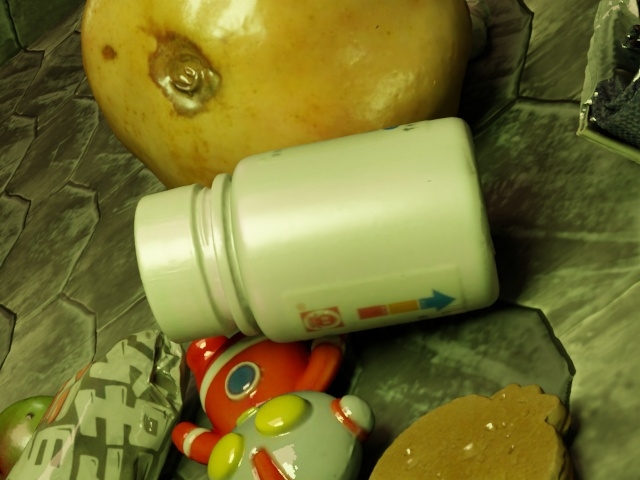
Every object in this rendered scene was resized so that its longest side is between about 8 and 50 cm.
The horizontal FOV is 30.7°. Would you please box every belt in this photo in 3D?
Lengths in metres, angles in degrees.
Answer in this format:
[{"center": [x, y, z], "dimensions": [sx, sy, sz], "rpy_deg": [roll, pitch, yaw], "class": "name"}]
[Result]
[{"center": [0.304, -0.155, 0.970], "dimensions": [0.139, 0.126, 0.230], "rpy_deg": [-55, 14, 46], "class": "belt"}]

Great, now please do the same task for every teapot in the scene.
[{"center": [0.158, -0.237, 1.321], "dimensions": [0.064, 0.064, 0.083], "rpy_deg": [-62, 2, -41], "class": "teapot"}]

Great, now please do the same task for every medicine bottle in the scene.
[{"center": [0.000, 0.000, 1.007], "dimensions": [0.293, 0.170, 0.170], "rpy_deg": [-11, 37, 7], "class": "medicine bottle"}]

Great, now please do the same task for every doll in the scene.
[{"center": [-0.046, 0.160, 1.017], "dimensions": [0.200, 0.105, 0.336], "rpy_deg": [-37, 30, 6], "class": "doll"}]

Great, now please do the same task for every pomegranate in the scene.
[{"center": [-0.047, -0.205, 1.213], "dimensions": [0.411, 0.411, 0.411], "rpy_deg": [-31, 32, 22], "class": "pomegranate"}, {"center": [-0.287, 0.212, 1.231], "dimensions": [0.129, 0.129, 0.159], "rpy_deg": [-36, 23, 15], "class": "pomegranate"}]

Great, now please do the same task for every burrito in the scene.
[{"center": [-0.230, 0.241, 1.099], "dimensions": [0.445, 0.139, 0.101], "rpy_deg": [-68, 8, -30], "class": "burrito"}]

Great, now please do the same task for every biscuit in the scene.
[{"center": [0.118, 0.176, 0.857], "dimensions": [0.170, 0.050, 0.170], "rpy_deg": [-29, 26, 16], "class": "biscuit"}]
